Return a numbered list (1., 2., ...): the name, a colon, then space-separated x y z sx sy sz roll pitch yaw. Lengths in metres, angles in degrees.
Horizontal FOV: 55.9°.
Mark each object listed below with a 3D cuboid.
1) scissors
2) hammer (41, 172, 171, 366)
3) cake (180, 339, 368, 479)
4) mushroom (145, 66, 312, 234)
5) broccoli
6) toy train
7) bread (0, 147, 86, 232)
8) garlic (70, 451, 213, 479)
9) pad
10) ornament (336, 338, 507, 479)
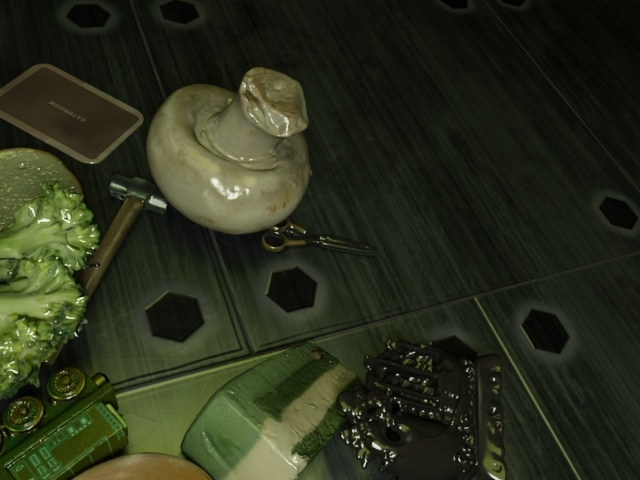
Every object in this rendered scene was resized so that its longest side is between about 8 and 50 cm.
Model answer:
1. scissors: 0.000 0.000 1.127 0.220 0.017 0.088 12 51 -7
2. hammer: -0.362 0.040 0.992 0.111 0.043 0.365 19 55 -2
3. cake: -0.037 0.232 0.856 0.158 0.172 0.284 43 54 14
4. mushroom: -0.141 -0.173 1.037 0.298 0.290 0.297 16 47 -18
5. broccoli: -0.496 0.073 0.729 0.275 0.397 0.352 -4 76 14
6. toy train: -0.355 0.269 0.784 0.137 0.090 0.225 38 54 23
7. bread: -0.507 -0.054 0.998 0.236 0.070 0.236 7 55 -9
8. garlic: -0.225 0.372 0.747 0.228 0.110 0.217 29 41 -2
9. pad: -0.500 -0.255 1.186 0.266 0.002 0.176 28 53 6
10. ornament: 0.144 0.250 0.908 0.261 0.106 0.251 20 47 -8
